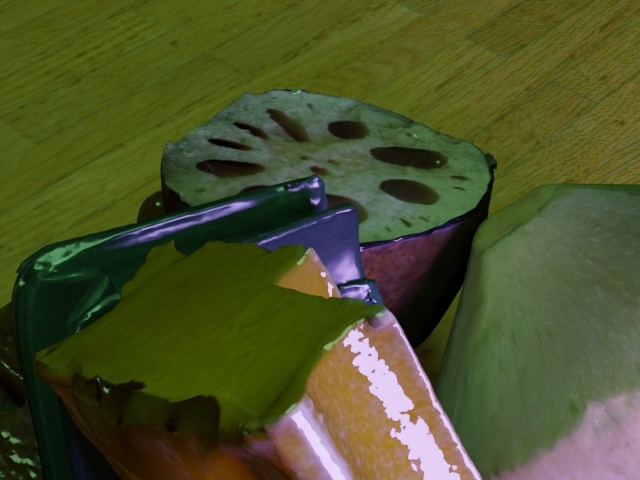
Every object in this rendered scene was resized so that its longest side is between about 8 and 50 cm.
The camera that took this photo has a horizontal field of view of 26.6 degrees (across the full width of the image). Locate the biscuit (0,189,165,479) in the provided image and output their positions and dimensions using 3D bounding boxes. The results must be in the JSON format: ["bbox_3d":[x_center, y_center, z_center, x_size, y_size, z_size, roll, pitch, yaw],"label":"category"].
[{"bbox_3d":[-0.143,0.126,1.122,0.283,0.064,0.432,26,46,11],"label":"biscuit"}]

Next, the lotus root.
[{"bbox_3d":[0.000,0.000,1.104,0.272,0.192,0.272,5,39,-4],"label":"lotus root"}]

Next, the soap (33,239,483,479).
[{"bbox_3d":[0.000,0.150,0.725,0.143,0.281,0.259,-39,24,-25],"label":"soap"}]

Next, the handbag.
[{"bbox_3d":[-0.068,0.135,0.923,0.238,0.327,0.089,-19,32,-24],"label":"handbag"}]

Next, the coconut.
[{"bbox_3d":[0.241,0.110,1.003,0.352,0.353,0.353,3,41,-2],"label":"coconut"}]

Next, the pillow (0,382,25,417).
[{"bbox_3d":[-0.336,0.141,1.111,0.211,0.034,0.135,7,39,0],"label":"pillow"}]
